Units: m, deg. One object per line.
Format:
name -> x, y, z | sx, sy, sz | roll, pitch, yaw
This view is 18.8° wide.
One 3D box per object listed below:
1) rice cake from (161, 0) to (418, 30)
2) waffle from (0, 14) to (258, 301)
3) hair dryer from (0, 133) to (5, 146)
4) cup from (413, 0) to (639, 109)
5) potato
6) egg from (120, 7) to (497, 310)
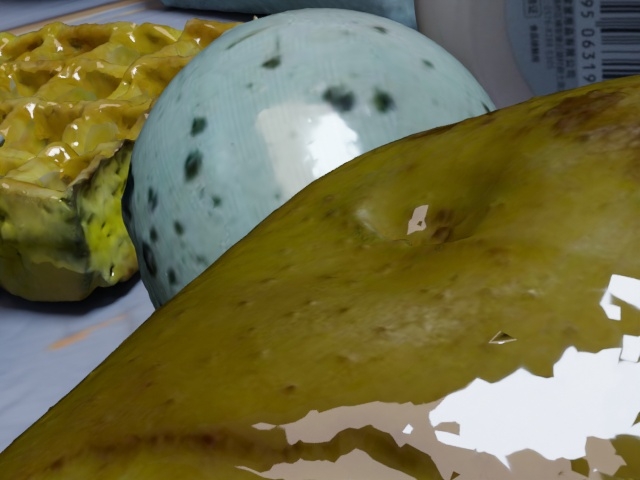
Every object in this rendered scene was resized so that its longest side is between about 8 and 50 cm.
rice cake -> -0.016, -0.148, 0.957 | 0.206, 0.069, 0.063 | 15, 40, 42
waffle -> -0.142, -0.037, 0.826 | 0.211, 0.055, 0.160 | 2, 32, 30
hair dryer -> -0.153, 0.032, 0.656 | 0.124, 0.071, 0.219 | -1, 41, 24
cup -> 0.145, -0.142, 0.677 | 0.191, 0.253, 0.200 | 27, 37, -2
potato -> -0.003, 0.107, 0.398 | 0.195, 0.176, 0.369 | 39, 59, 10
egg -> 0.000, 0.000, 0.606 | 0.131, 0.131, 0.164 | -10, 35, 10
